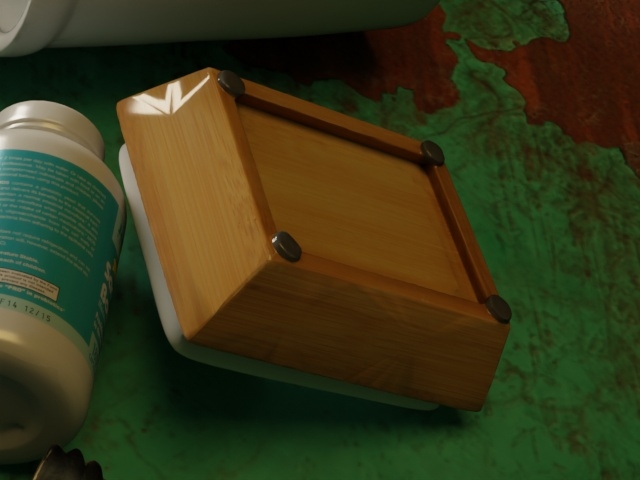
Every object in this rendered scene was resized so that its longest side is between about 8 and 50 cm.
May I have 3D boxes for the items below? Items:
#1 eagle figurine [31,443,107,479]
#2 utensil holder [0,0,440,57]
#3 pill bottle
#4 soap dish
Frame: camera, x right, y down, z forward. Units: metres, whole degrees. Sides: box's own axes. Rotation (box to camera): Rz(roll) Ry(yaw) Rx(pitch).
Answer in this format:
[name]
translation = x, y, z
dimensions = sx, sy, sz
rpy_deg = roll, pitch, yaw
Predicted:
[eagle figurine]
translation = -0.253, 0.237, 1.236
dimensions = 0.226, 0.225, 0.298
rpy_deg = 61, 8, -16
[utensil holder]
translation = -0.103, -0.326, 1.676
dimensions = 0.385, 0.328, 0.328
rpy_deg = -6, 52, -26
[pill bottle]
translation = -0.221, 0.020, 1.439
dimensions = 0.146, 0.146, 0.264
rpy_deg = 14, 47, -8
[soap dish]
translation = 0.000, 0.000, 1.498
dimensions = 0.291, 0.118, 0.229
rpy_deg = 17, 41, -39
